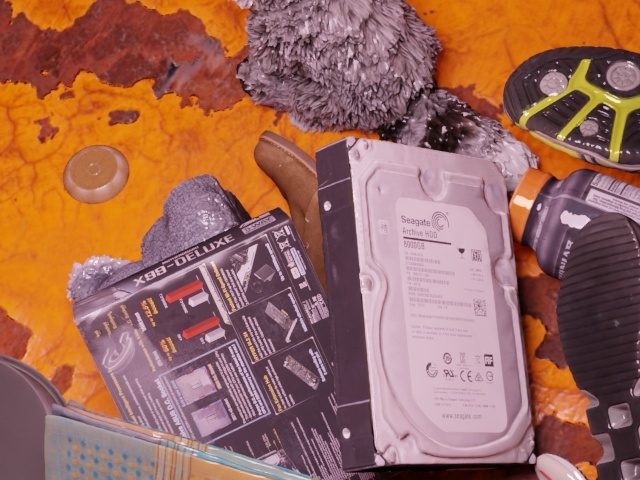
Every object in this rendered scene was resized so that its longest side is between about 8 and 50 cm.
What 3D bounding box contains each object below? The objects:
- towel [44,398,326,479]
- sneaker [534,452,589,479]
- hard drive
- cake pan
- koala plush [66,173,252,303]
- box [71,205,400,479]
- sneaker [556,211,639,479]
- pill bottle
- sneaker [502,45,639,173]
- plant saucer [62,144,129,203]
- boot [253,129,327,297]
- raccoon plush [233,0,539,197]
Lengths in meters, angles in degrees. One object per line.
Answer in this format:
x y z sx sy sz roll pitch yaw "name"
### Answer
-0.112 0.327 1.453 0.370 0.040 0.271 14 110 16 "towel"
0.260 0.297 1.520 0.075 0.057 0.161 -30 67 -15 "sneaker"
0.113 0.070 1.529 0.237 0.064 0.338 8 71 -40 "hard drive"
-0.414 0.249 1.617 0.293 0.054 0.293 -3 63 5 "cake pan"
-0.168 0.051 1.627 0.221 0.203 0.196 -33 64 3 "koala plush"
-0.084 0.155 1.518 0.242 0.076 0.307 -26 105 -6 "box"
0.347 0.132 1.534 0.146 0.122 0.330 -4 83 -39 "sneaker"
0.328 0.001 1.620 0.246 0.130 0.130 23 68 17 "pill bottle"
0.394 -0.114 1.660 0.385 0.147 0.145 14 68 12 "sneaker"
-0.276 -0.084 1.789 0.083 0.015 0.083 -2 64 4 "plant saucer"
0.000 0.000 1.674 0.115 0.112 0.305 -39 68 -1 "boot"
0.070 -0.261 1.681 0.446 0.299 0.216 22 68 15 "raccoon plush"
